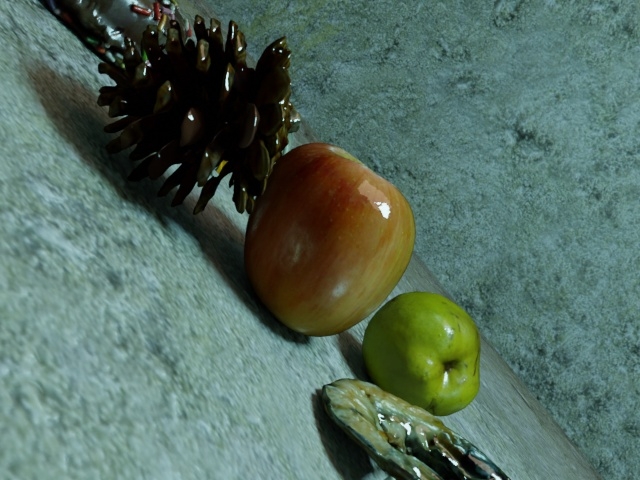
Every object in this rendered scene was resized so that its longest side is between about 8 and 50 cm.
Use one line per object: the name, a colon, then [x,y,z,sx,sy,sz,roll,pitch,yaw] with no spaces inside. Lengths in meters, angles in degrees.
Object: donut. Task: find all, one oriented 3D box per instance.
donut: [-0.338,-0.401,1.322,0.259,0.136,0.345,44,13,-11]

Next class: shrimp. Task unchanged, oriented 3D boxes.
shrimp: [0.147,0.282,0.910,0.365,0.071,0.233,36,8,21]

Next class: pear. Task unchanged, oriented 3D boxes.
pear: [0.157,0.175,1.199,0.200,0.200,0.200,47,11,-12]

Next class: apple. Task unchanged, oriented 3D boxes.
apple: [0.000,0.000,1.050,0.242,0.241,0.242,32,8,-5]

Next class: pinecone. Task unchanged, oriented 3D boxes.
pinecone: [-0.154,-0.158,0.956,0.264,0.264,0.264,47,11,-12]

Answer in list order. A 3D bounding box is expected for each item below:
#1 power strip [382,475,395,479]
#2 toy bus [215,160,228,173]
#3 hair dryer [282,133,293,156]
power strip: [0.122,0.322,0.931,0.191,0.030,0.047,36,16,-48]
toy bus: [-0.206,-0.188,1.262,0.162,0.074,0.069,45,13,-29]
hair dryer: [-0.054,-0.105,1.537,0.362,0.128,0.203,55,9,-11]
